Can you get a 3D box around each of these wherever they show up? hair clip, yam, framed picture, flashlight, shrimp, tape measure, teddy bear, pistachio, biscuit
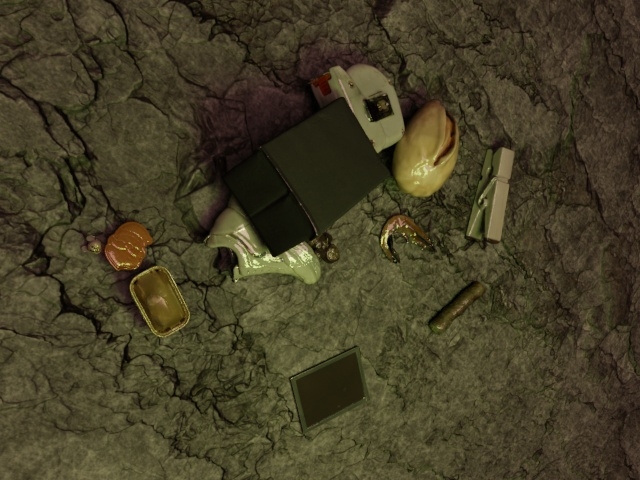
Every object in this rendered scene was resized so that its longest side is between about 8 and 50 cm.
[{"bbox_3d":[0.588,-0.155,1.897,0.085,0.101,0.331,11,90,-25],"label":"hair clip"},{"bbox_3d":[0.480,0.230,1.908,0.252,0.061,0.061,-37,113,-21],"label":"yam"},{"bbox_3d":[0.033,0.464,1.716,0.252,0.014,0.197,-19,105,-26],"label":"framed picture"},{"bbox_3d":[-0.520,0.024,1.338,0.110,0.031,0.052,22,116,-32],"label":"flashlight"},{"bbox_3d":[0.285,0.015,1.777,0.219,0.046,0.152,31,80,-25],"label":"shrimp"},{"bbox_3d":[0.116,-0.371,1.555,0.265,0.130,0.258,-31,101,-39],"label":"tape measure"},{"bbox_3d":[-0.008,0.001,1.601,0.161,0.077,0.119,60,35,-15],"label":"teddy bear"},{"bbox_3d":[0.323,-0.281,1.671,0.193,0.213,0.318,34,62,-26],"label":"pistachio"},{"bbox_3d":[-0.472,0.015,1.349,0.102,0.019,0.131,43,57,-27],"label":"biscuit"}]

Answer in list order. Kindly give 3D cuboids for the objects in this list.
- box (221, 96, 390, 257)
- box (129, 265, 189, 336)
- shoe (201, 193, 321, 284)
[{"bbox_3d":[-0.031,-0.164,1.406,0.345,0.204,0.251,-40,100,-41],"label":"box"},{"bbox_3d":[-0.404,0.150,1.380,0.111,0.111,0.177,-31,110,-22],"label":"box"},{"bbox_3d":[-0.162,0.039,1.492,0.342,0.132,0.211,44,77,-21],"label":"shoe"}]
